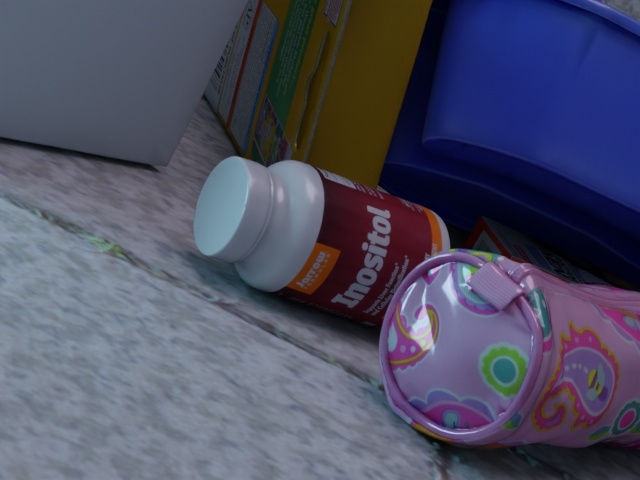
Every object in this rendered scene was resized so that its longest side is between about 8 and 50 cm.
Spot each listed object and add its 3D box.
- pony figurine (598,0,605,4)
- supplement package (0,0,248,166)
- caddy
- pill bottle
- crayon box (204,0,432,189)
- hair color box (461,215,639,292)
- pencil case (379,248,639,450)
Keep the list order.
[{"bbox_3d":[0.149,-0.200,1.759,0.302,0.351,0.363,66,14,-7],"label":"pony figurine"},{"bbox_3d":[-0.187,-0.182,1.249,0.145,0.204,0.262,37,17,35],"label":"supplement package"},{"bbox_3d":[0.201,-0.093,1.471,0.341,0.179,0.241,24,-16,-18],"label":"caddy"},{"bbox_3d":[0.000,0.000,1.202,0.152,0.086,0.086,18,17,-30],"label":"pill bottle"},{"bbox_3d":[-0.002,-0.149,1.462,0.083,0.203,0.323,10,20,-18],"label":"crayon box"},{"bbox_3d":[0.193,0.047,1.460,0.167,0.053,0.093,24,14,-19],"label":"hair color box"},{"bbox_3d":[0.160,0.072,1.180,0.284,0.124,0.124,9,24,-50],"label":"pencil case"}]
